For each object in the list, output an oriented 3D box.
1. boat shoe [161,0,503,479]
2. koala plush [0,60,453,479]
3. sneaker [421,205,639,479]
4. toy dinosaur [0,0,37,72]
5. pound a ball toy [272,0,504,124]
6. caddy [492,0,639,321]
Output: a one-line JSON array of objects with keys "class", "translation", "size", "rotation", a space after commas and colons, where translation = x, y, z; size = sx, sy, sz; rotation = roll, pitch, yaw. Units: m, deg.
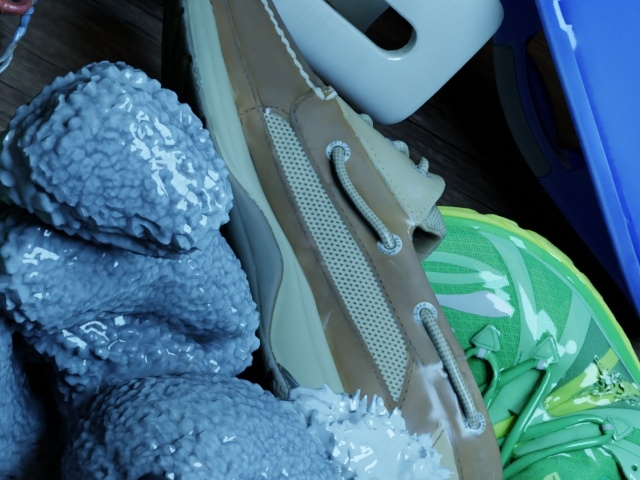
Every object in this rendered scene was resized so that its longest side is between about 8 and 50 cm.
[{"class": "boat shoe", "translation": [0.000, 0.000, 0.780], "size": [0.120, 0.122, 0.324], "rotation": [-10, 68, -16]}, {"class": "koala plush", "translation": [-0.067, 0.074, 0.617], "size": [0.221, 0.196, 0.203], "rotation": [48, 1, 1]}, {"class": "sneaker", "translation": [0.121, 0.098, 0.832], "size": [0.295, 0.109, 0.123], "rotation": [44, 32, -2]}, {"class": "toy dinosaur", "translation": [-0.161, -0.135, 0.818], "size": [0.047, 0.090, 0.082], "rotation": [37, -8, -27]}, {"class": "pound a ball toy", "translation": [-0.030, -0.200, 0.956], "size": [0.319, 0.136, 0.208], "rotation": [37, 19, -33]}, {"class": "caddy", "translation": [0.201, -0.105, 0.989], "size": [0.241, 0.179, 0.341], "rotation": [-67, 139, -69]}]
